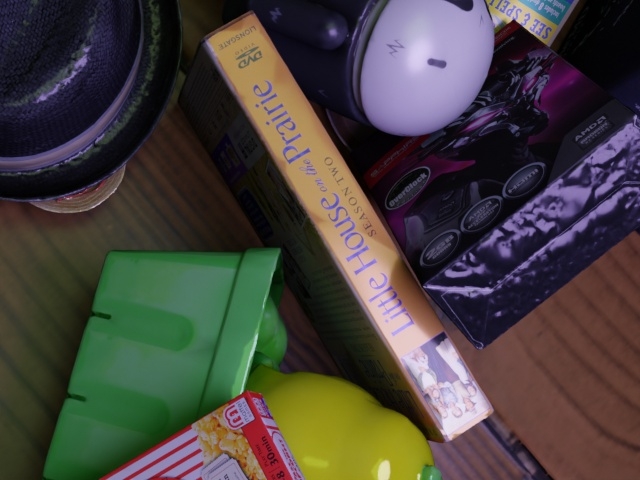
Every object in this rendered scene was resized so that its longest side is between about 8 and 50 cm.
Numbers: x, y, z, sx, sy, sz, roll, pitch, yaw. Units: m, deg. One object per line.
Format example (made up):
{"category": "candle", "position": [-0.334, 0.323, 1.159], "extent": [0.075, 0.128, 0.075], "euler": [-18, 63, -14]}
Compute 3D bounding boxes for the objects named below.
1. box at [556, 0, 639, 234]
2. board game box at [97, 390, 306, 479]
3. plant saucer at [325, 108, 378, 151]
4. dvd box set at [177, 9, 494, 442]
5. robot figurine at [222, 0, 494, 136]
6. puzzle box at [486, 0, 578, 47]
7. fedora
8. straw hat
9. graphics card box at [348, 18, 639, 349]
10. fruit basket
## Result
{"category": "box", "position": [0.504, -0.262, 1.429], "extent": [0.297, 0.472, 0.480], "euler": [33, 76, -7]}
{"category": "board game box", "position": [-0.104, 0.240, 1.165], "extent": [0.193, 0.045, 0.147], "euler": [-32, 73, 8]}
{"category": "plant saucer", "position": [0.094, -0.164, 1.534], "extent": [0.198, 0.036, 0.198], "euler": [2, 81, -15]}
{"category": "dvd box set", "position": [0.000, 0.000, 1.345], "extent": [0.062, 0.307, 0.420], "euler": [-31, 90, -11]}
{"category": "robot figurine", "position": [0.036, -0.212, 1.329], "extent": [0.278, 0.173, 0.209], "euler": [28, 59, 32]}
{"category": "puzzle box", "position": [0.083, -0.328, 1.459], "extent": [0.409, 0.052, 0.272], "euler": [30, 98, -9]}
{"category": "fedora", "position": [-0.276, -0.208, 1.316], "extent": [0.334, 0.152, 0.334], "euler": [2, 83, -15]}
{"category": "straw hat", "position": [-0.273, -0.092, 1.413], "extent": [0.144, 0.061, 0.144], "euler": [2, 82, -13]}
{"category": "graphics card box", "position": [0.168, -0.069, 1.298], "extent": [0.233, 0.371, 0.094], "euler": [-38, 114, 8]}
{"category": "fruit basket", "position": [-0.064, 0.198, 1.310], "extent": [0.392, 0.283, 0.392], "euler": [0, 79, -1]}
